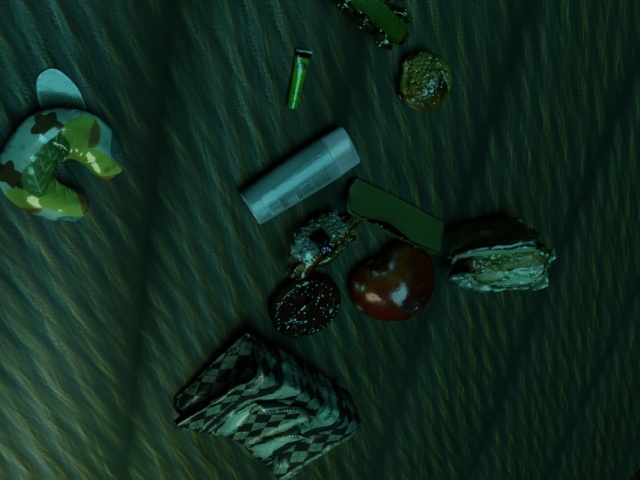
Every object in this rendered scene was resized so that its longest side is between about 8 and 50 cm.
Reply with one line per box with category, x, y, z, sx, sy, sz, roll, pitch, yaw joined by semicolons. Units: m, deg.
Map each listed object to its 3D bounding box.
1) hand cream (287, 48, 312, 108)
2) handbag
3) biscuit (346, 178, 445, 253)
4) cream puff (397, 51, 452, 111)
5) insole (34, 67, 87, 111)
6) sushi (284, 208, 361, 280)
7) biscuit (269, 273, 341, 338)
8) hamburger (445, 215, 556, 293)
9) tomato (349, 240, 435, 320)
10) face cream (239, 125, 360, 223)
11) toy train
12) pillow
hand cream;-0.047;-0.334;1.433;0.036;0.023;0.121;4;114;-23
handbag;-0.143;0.437;1.778;0.317;0.180;0.416;-37;130;15
biscuit;0.182;-0.054;1.682;0.323;0.038;0.099;22;68;-34
cream puff;0.230;-0.347;1.509;0.120;0.104;0.133;-19;125;-6
insole;-0.466;-0.220;1.316;0.080;0.003;0.232;-28;127;-7
sushi;-0.001;-0.003;1.613;0.226;0.097;0.103;-36;135;-20
biscuit;-0.038;0.162;1.727;0.192;0.049;0.192;-16;126;-24
hamburger;0.465;0.032;1.809;0.288;0.192;0.167;-3;118;6
tomato;0.201;0.123;1.757;0.233;0.139;0.200;-39;134;0
face cream;-0.042;-0.140;1.522;0.269;0.073;0.107;-33;132;-3
toy train;0.078;-0.460;1.347;0.226;0.137;0.090;31;99;-40
pillow;-0.490;-0.145;1.308;0.233;0.086;0.214;-47;137;7
